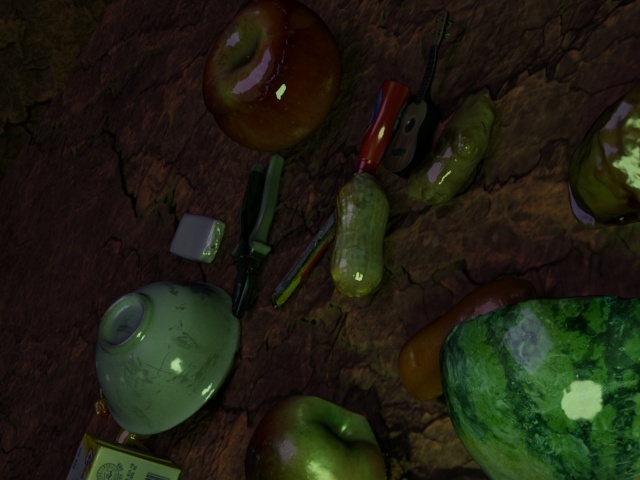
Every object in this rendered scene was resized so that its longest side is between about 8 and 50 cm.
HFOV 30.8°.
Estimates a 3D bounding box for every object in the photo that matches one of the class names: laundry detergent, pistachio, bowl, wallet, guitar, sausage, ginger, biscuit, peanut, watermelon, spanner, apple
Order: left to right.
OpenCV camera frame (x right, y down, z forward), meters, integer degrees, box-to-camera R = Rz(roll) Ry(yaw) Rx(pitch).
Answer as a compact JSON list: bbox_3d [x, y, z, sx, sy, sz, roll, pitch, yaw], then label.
[{"bbox_3d":[-0.309,0.175,2.076,0.313,0.146,0.313,-22,45,24],"label":"bowl"},{"bbox_3d":[-0.246,-0.005,2.315,0.190,0.033,0.095,15,84,61],"label":"wallet"},{"bbox_3d":[-0.123,-0.009,2.109,0.095,0.040,0.325,-26,47,48],"label":"spanner"},{"bbox_3d":[-0.077,-0.294,2.079,0.251,0.206,0.272,-20,55,39],"label":"apple"},{"bbox_3d":[-0.009,0.315,1.550,0.188,0.207,0.174,-55,-8,33],"label":"apple"},{"bbox_3d":[0.000,0.000,1.916,0.292,0.026,0.048,-53,30,21],"label":"biscuit"},{"bbox_3d":[0.060,-0.010,1.765,0.087,0.087,0.207,-28,48,48],"label":"peanut"},{"bbox_3d":[0.094,-0.171,1.853,0.097,0.049,0.165,51,-119,-87],"label":"laundry detergent"},{"bbox_3d":[0.164,-0.228,1.798,0.084,0.038,0.271,7,78,59],"label":"guitar"},{"bbox_3d":[0.191,-0.125,1.651,0.190,0.069,0.095,-55,36,17],"label":"ginger"},{"bbox_3d":[0.184,0.125,1.464,0.238,0.098,0.098,-40,39,40],"label":"sausage"},{"bbox_3d":[0.269,0.156,1.266,0.305,0.180,0.224,-27,91,43],"label":"watermelon"},{"bbox_3d":[0.352,-0.096,1.311,0.210,0.130,0.165,-54,33,36],"label":"pistachio"}]

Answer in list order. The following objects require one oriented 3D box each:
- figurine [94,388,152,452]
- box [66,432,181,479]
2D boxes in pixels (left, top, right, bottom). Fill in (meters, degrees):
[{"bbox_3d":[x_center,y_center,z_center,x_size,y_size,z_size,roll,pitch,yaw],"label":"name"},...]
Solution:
[{"bbox_3d":[-0.366,0.327,2.182,0.121,0.122,0.176,92,-174,-76],"label":"figurine"},{"bbox_3d":[-0.377,0.491,2.043,0.097,0.168,0.265,11,81,63],"label":"box"}]
